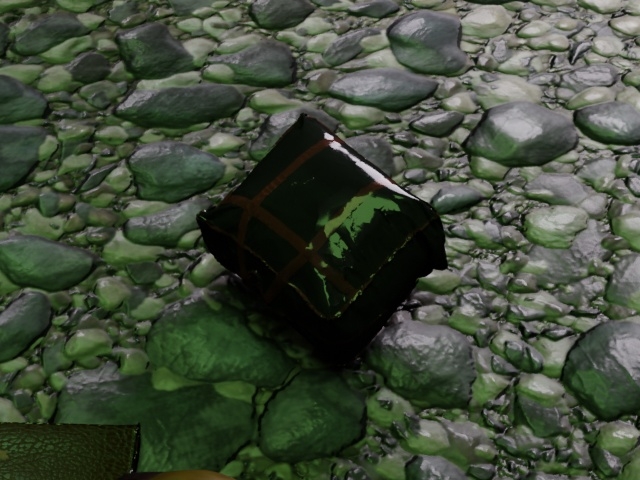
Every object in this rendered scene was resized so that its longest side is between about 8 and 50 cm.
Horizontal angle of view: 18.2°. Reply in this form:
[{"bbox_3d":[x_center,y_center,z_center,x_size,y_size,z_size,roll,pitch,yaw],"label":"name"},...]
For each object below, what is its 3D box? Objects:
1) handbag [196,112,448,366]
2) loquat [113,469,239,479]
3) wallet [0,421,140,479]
[{"bbox_3d":[0.000,0.000,1.945,0.169,0.155,0.215,-40,56,-17],"label":"handbag"},{"bbox_3d":[-0.118,0.297,1.584,0.235,0.235,0.235,-1,44,1],"label":"loquat"},{"bbox_3d":[-0.288,0.217,1.810,0.243,0.039,0.133,0,38,2],"label":"wallet"}]
